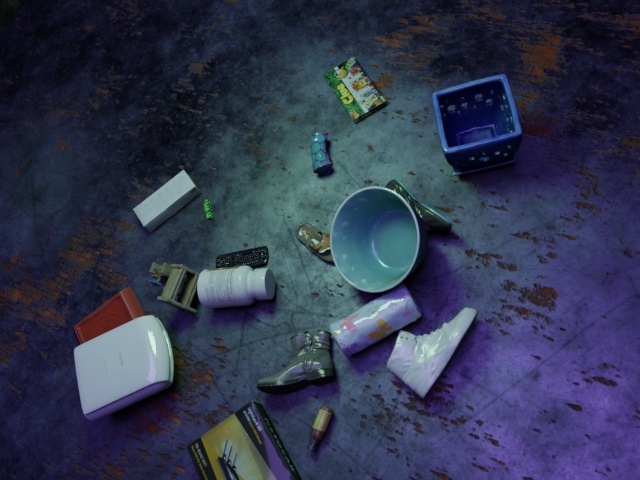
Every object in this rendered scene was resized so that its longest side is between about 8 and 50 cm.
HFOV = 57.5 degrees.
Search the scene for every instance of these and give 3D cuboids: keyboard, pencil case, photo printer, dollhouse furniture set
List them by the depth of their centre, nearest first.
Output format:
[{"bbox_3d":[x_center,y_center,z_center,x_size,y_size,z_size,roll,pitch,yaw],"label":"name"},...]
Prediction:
[{"bbox_3d":[0.161,0.233,1.727,0.273,0.113,0.124,-31,29,3],"label":"pencil case"},{"bbox_3d":[-0.617,0.396,1.859,0.307,0.107,0.256,-25,61,5],"label":"photo printer"},{"bbox_3d":[-0.271,0.074,1.984,0.192,0.038,0.100,-13,64,13],"label":"keyboard"},{"bbox_3d":[-0.496,0.161,1.986,0.183,0.129,0.129,0,65,45],"label":"dollhouse furniture set"},{"bbox_3d":[0.002,-0.306,2.051,0.070,0.064,0.152,-21,61,26],"label":"pencil case"}]

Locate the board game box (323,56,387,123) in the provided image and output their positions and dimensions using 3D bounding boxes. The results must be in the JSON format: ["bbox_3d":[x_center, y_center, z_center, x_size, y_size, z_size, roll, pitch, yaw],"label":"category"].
[{"bbox_3d":[0.124,-0.555,2.145,0.136,0.030,0.260,-32,61,5],"label":"board game box"}]

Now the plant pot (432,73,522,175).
[{"bbox_3d":[0.489,-0.342,1.825,0.236,0.212,0.236,-12,64,13],"label":"plant pot"}]

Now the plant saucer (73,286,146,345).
[{"bbox_3d":[-0.723,0.319,2.015,0.258,0.048,0.259,-37,60,-1],"label":"plant saucer"}]

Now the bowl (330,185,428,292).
[{"bbox_3d":[0.199,-0.001,1.757,0.311,0.163,0.311,-2,87,39],"label":"bowl"}]

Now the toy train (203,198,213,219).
[{"bbox_3d":[-0.410,-0.113,2.125,0.023,0.017,0.083,-27,61,17],"label":"toy train"}]

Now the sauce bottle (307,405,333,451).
[{"bbox_3d":[-0.004,0.543,1.682,0.042,0.042,0.128,18,72,24],"label":"sauce bottle"}]

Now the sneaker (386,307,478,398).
[{"bbox_3d":[0.309,0.281,1.663,0.169,0.108,0.292,34,81,24],"label":"sneaker"}]

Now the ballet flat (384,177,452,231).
[{"bbox_3d":[0.296,-0.089,1.850,0.096,0.095,0.280,-47,51,5],"label":"ballet flat"}]

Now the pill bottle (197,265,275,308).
[{"bbox_3d":[-0.270,0.149,1.896,0.229,0.131,0.131,-6,65,15],"label":"pill bottle"}]

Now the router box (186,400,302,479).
[{"bbox_3d":[-0.212,0.661,1.674,0.243,0.081,0.309,-36,61,0],"label":"router box"}]

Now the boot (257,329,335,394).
[{"bbox_3d":[-0.076,0.368,1.775,0.246,0.083,0.161,-14,56,6],"label":"boot"}]

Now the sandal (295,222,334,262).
[{"bbox_3d":[0.000,0.000,1.915,0.219,0.060,0.090,35,81,28],"label":"sandal"}]

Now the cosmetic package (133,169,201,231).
[{"bbox_3d":[-0.567,-0.146,2.165,0.239,0.060,0.099,-38,63,-2],"label":"cosmetic package"}]
